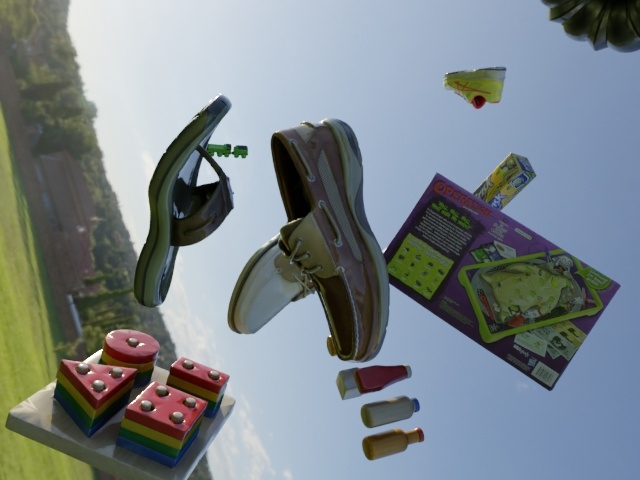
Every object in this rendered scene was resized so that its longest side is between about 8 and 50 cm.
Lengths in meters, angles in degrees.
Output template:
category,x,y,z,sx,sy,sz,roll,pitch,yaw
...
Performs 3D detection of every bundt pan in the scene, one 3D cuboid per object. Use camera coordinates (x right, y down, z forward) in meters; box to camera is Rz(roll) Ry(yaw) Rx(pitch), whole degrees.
category,x,y,z,sx,sy,sz,roll,pitch,yaw
bundt pan,0.504,-0.452,0.952,0.330,0.124,0.331,34,-20,14

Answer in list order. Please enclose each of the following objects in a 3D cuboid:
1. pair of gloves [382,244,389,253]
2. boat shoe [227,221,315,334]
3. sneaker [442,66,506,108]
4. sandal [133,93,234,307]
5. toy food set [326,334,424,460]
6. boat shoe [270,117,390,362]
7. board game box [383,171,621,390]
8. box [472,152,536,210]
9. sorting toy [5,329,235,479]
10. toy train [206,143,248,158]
category,x,y,z,sx,sy,sz,roll,pitch,yaw
pair of gloves,0.079,0.074,1.139,0.023,0.159,0.198,49,18,-13
boat shoe,-0.048,0.050,1.027,0.103,0.302,0.113,20,-31,28
sneaker,0.364,-0.365,1.377,0.208,0.081,0.094,-148,-131,-66
sandal,-0.147,-0.036,0.667,0.120,0.086,0.303,-72,-175,-53
toy food set,0.098,0.245,0.988,0.111,0.104,0.232,103,-27,-45
boat shoe,0.000,0.000,0.736,0.123,0.116,0.325,-34,-115,60
board game box,0.285,0.063,0.954,0.346,0.208,0.056,34,4,11
box,0.404,-0.116,1.290,0.169,0.054,0.059,-54,-146,42
sorting toy,-0.277,0.235,0.872,0.257,0.255,0.090,-47,156,-76
toy train,-0.162,-0.153,0.962,0.024,0.083,0.017,115,-30,-49
